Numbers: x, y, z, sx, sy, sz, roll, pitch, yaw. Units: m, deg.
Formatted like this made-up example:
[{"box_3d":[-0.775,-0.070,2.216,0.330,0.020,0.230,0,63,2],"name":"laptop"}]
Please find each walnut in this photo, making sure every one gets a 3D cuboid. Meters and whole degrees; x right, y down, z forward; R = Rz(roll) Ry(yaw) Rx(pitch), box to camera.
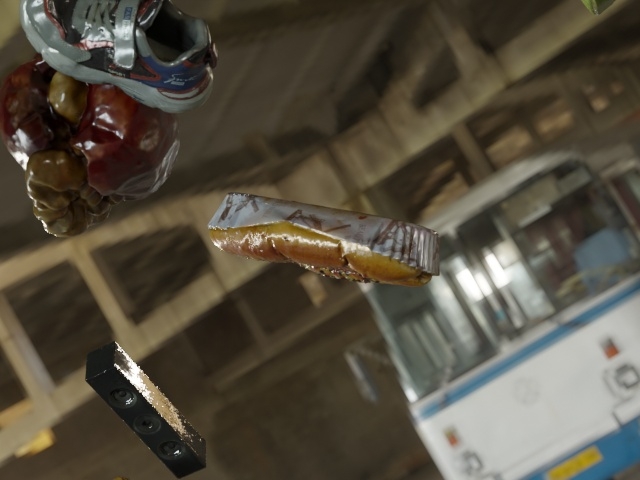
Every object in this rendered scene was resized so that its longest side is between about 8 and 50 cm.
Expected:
[{"box_3d":[-0.270,-0.121,1.919,0.222,0.243,0.269,5,-8,13],"name":"walnut"}]

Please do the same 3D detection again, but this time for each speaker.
[{"box_3d":[-0.195,0.193,1.805,0.040,0.191,0.046,-26,36,15],"name":"speaker"}]

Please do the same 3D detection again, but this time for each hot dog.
[{"box_3d":[0.000,0.000,1.701,0.268,0.075,0.144,12,-1,33],"name":"hot dog"}]

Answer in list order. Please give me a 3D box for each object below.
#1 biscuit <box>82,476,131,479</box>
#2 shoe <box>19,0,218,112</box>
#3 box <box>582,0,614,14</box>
[{"box_3d":[-0.247,0.333,1.743,0.158,0.035,0.240,-61,29,1],"name":"biscuit"},{"box_3d":[-0.207,-0.222,1.701,0.125,0.228,0.099,-41,28,61],"name":"shoe"},{"box_3d":[0.191,-0.319,1.159,0.175,0.260,0.062,-37,-12,8],"name":"box"}]
